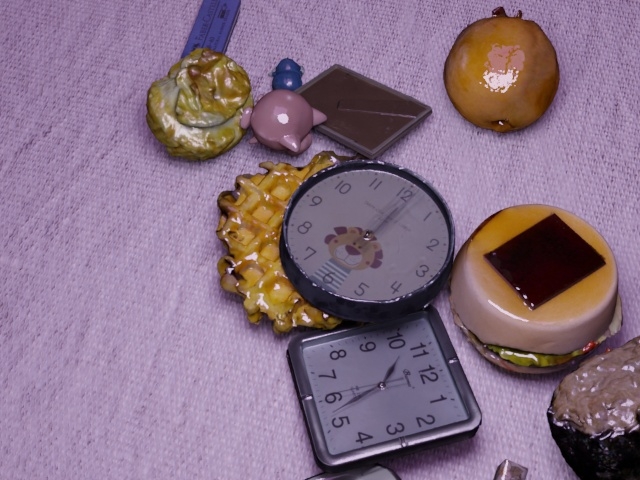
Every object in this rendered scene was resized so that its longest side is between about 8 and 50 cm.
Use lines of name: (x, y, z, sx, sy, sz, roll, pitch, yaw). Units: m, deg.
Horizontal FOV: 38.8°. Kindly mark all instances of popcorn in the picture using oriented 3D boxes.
popcorn: (-0.228, -0.260, 1.755, 0.204, 0.184, 0.221, 37, 61, -24)

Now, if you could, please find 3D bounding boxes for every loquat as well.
loquat: (0.350, -0.325, 1.767, 0.238, 0.193, 0.238, -5, 76, 19)

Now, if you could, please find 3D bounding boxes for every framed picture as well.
framed picture: (0.064, -0.263, 1.792, 0.260, 0.023, 0.189, 31, 54, 29)

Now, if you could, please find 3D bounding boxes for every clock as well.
clock: (0.099, 0.242, 1.512, 0.279, 0.049, 0.273, -13, 46, -5)
clock: (0.082, -0.006, 1.570, 0.313, 0.061, 0.312, 1, 57, -1)

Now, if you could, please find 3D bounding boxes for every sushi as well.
sushi: (0.524, 0.242, 1.421, 0.350, 0.170, 0.211, -29, 32, -9)

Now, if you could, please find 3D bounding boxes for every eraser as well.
eraser: (-0.235, -0.437, 1.942, 0.082, 0.036, 0.225, 12, 61, 7)

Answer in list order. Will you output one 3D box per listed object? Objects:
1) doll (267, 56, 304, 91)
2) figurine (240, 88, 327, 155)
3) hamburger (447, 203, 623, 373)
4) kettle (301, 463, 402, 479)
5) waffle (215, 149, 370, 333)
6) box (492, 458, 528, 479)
doll: (-0.072, -0.335, 1.872, 0.076, 0.050, 0.083, -3, 62, 5)
figurine: (-0.073, -0.224, 1.723, 0.138, 0.125, 0.125, 25, 65, 13)
hamburger: (0.362, 0.081, 1.549, 0.302, 0.170, 0.302, -1, 56, 1)
kettle: (0.020, 0.442, 1.374, 0.255, 0.165, 0.240, -26, 34, -13)
waffle: (0.000, 0.000, 1.646, 0.382, 0.095, 0.379, -8, 55, -5)
box: (0.290, 0.399, 1.431, 0.045, 0.062, 0.098, 22, 61, 9)
